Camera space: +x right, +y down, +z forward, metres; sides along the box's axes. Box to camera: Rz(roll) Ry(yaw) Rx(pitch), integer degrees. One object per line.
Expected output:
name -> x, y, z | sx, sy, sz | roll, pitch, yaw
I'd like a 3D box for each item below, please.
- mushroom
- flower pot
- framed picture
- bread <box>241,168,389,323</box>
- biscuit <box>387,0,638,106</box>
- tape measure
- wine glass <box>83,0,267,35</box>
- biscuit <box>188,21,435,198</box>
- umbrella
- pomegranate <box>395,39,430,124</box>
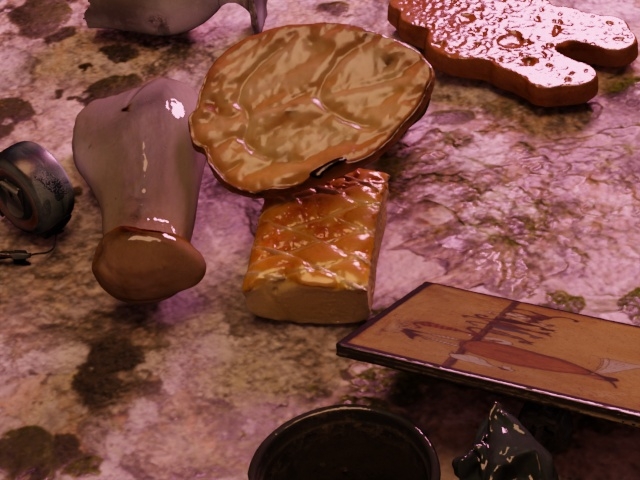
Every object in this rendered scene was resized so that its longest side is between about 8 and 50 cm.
mushroom -> -0.188, -0.050, 1.689 | 0.159, 0.122, 0.329 | -36, 34, 22
flower pot -> 0.024, 0.226, 1.330 | 0.157, 0.107, 0.157 | -6, 37, 4
framed picture -> 0.212, 0.100, 1.432 | 0.338, 0.014, 0.255 | 12, 16, 20
bread -> 0.000, 0.001, 1.621 | 0.125, 0.068, 0.188 | 1, 41, 10
biscuit -> 0.215, -0.237, 1.889 | 0.295, 0.044, 0.186 | 27, 47, 32
tape measure -> -0.349, -0.028, 1.672 | 0.179, 0.107, 0.104 | -25, 47, -24
wine glass -> -0.177, -0.295, 1.967 | 0.222, 0.103, 0.103 | 1, 41, 9
biscuit -> -0.009, -0.137, 1.655 | 0.260, 0.041, 0.203 | -14, 57, 5
umbrella -> 0.136, 0.240, 1.271 | 0.094, 0.143, 0.349 | 7, 35, 27
pomegranate -> 0.054, -0.175, 1.758 | 0.122, 0.161, 0.122 | -16, 53, 23
